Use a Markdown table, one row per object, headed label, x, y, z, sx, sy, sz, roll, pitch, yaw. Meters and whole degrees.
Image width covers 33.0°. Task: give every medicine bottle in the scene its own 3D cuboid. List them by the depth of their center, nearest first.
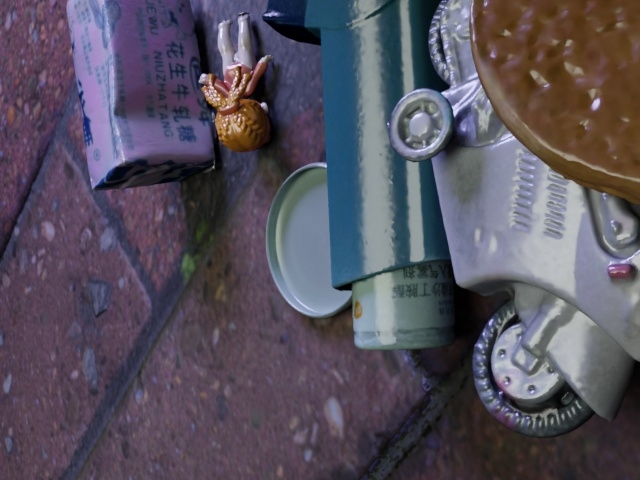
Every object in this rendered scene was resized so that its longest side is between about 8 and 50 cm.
| label | x | y | z | sx | sy | sz | roll | pitch | yaw |
| --- | --- | --- | --- | --- | --- | --- | --- | --- | --- |
| medicine bottle | 0.035 | -0.061 | 0.674 | 0.124 | 0.079 | 0.258 | -8 | 85 | 44 |

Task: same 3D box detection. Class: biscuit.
| label | x | y | z | sx | sy | sz | roll | pitch | yaw |
| --- | --- | --- | --- | --- | --- | --- | --- | --- | --- |
| biscuit | 0.155 | -0.148 | 0.514 | 0.202 | 0.044 | 0.289 | -26 | 62 | 12 |

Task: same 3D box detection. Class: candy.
| label | x | y | z | sx | sy | sz | roll | pitch | yaw |
| --- | --- | --- | --- | --- | --- | --- | --- | --- | --- |
| candy | -0.143 | -0.125 | 0.861 | 0.073 | 0.092 | 0.160 | -18 | 79 | 52 |

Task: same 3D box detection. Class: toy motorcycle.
| label | x | y | z | sx | sy | sz | roll | pitch | yaw |
| --- | --- | --- | --- | --- | --- | --- | --- | --- | --- |
| toy motorcycle | 0.138 | -0.036 | 0.554 | 0.170 | 0.110 | 0.260 | -16 | 71 | 30 |

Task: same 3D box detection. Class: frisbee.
| label | x | y | z | sx | sy | sz | roll | pitch | yaw |
| --- | --- | --- | --- | --- | --- | --- | --- | --- | --- |
| frisbee | 0.000 | 0.000 | 0.760 | 0.110 | 0.014 | 0.110 | 2 | 93 | 47 |

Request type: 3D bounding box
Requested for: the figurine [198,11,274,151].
| label | x | y | z | sx | sy | sz | roll | pitch | yaw |
| --- | --- | --- | --- | --- | --- | --- | --- | --- | --- |
| figurine | -0.064 | -0.119 | 0.811 | 0.064 | 0.047 | 0.109 | -13 | 73 | 24 |
